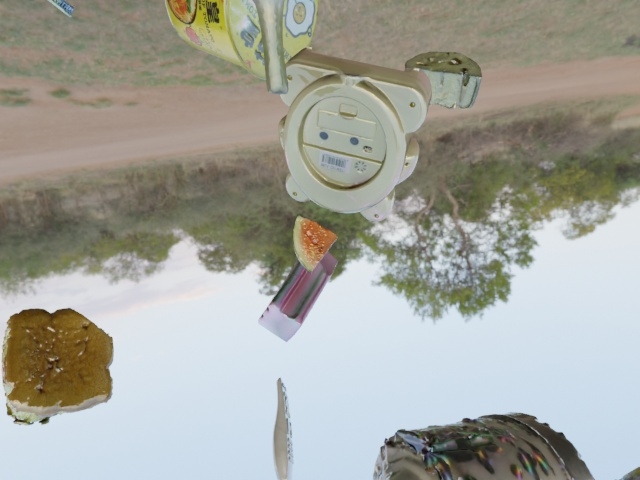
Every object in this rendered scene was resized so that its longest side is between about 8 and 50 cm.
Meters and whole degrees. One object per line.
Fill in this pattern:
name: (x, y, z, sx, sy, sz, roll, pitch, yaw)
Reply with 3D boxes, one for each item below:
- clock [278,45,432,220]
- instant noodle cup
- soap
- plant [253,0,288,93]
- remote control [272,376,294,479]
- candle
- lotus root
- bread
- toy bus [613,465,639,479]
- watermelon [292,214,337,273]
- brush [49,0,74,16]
clock: (0.053, -0.197, 0.941, 0.283, 0.310, 0.114, 15, -139, 9)
instant noodle cup: (-0.196, -0.571, 1.150, 0.254, 0.326, 0.325, 23, -157, 31)
soap: (-0.054, 0.132, 1.398, 0.324, 0.109, 0.193, -58, -176, -39)
plant: (-0.081, -0.347, 0.512, 0.305, 0.297, 0.261, 3, 169, 19)
remote control: (-0.085, 0.419, 1.049, 0.044, 0.229, 0.073, -10, 148, 3)
candle: (0.146, 0.295, 0.531, 0.329, 0.188, 0.187, 6, 179, -31)
lotus root: (0.378, -0.497, 1.478, 0.234, 0.119, 0.138, 19, -124, 19)
bread: (-0.334, 0.157, 0.617, 0.127, 0.140, 0.069, -1, 157, -38)
toy bus: (0.522, 0.417, 0.574, 0.136, 0.330, 0.109, -51, 163, 19)
watermelon: (0.000, 0.000, 1.051, 0.094, 0.126, 0.135, -21, 175, 28)
brush: (-0.682, -0.614, 1.164, 0.030, 0.033, 0.178, -40, 140, 15)
